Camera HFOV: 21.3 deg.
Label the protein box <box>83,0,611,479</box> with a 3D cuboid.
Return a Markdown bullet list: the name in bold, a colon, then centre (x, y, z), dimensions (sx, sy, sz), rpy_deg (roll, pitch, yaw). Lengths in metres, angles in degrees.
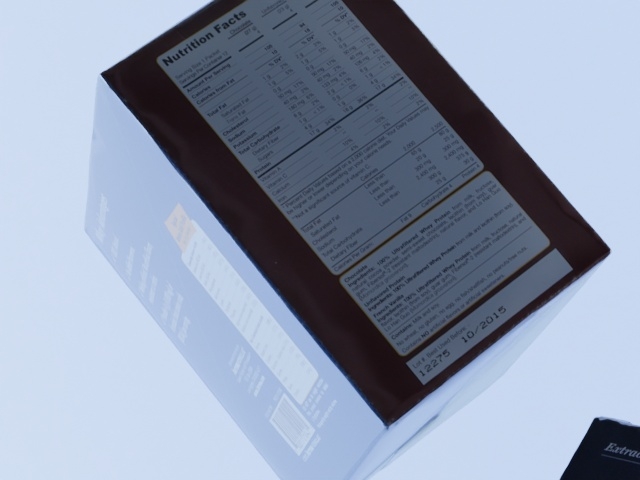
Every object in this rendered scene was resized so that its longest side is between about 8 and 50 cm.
- **protein box**: centre (0.000, 0.000, 0.828), dimensions (0.136, 0.200, 0.201), rpy_deg (-35, -101, -20)

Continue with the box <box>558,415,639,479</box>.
- **box**: centre (0.152, 0.193, 0.721), dimensions (0.207, 0.153, 0.108), rpy_deg (-52, -46, -30)
